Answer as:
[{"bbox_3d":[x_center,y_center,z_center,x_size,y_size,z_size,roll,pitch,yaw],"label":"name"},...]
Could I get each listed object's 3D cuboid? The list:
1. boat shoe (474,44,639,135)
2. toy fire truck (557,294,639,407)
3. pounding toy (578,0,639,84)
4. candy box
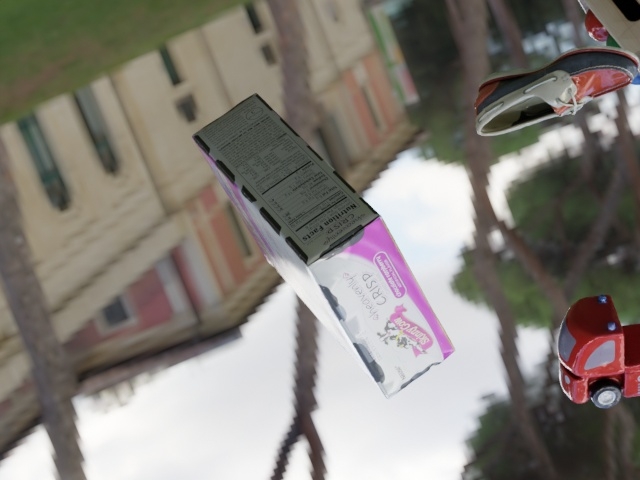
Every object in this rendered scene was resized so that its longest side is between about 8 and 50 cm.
[{"bbox_3d":[0.178,-0.112,1.383,0.137,0.049,0.043,-12,-129,33],"label":"boat shoe"},{"bbox_3d":[0.249,0.035,1.182,0.192,0.135,0.047,-7,-144,-2],"label":"toy fire truck"},{"bbox_3d":[0.310,-0.221,1.806,0.094,0.181,0.206,-37,155,7],"label":"pounding toy"},{"bbox_3d":[0.000,0.000,1.460,0.071,0.159,0.233,-35,-141,-6],"label":"candy box"}]
